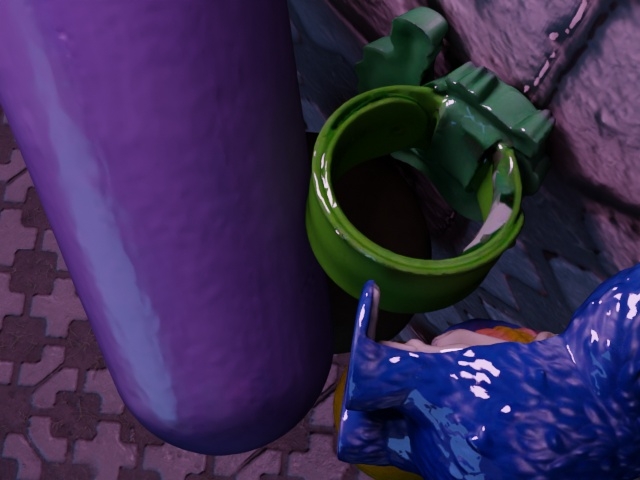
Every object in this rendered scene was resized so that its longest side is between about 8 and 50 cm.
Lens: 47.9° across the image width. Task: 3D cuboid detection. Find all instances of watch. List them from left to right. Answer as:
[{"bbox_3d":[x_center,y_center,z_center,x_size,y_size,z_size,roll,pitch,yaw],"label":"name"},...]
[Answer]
[{"bbox_3d":[0.051,-0.040,0.465,0.165,0.152,0.131,42,159,12],"label":"watch"}]

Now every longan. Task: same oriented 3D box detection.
[{"bbox_3d":[0.000,0.000,0.735,0.248,0.248,0.248,49,171,10],"label":"longan"}]

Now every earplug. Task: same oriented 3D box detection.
[{"bbox_3d":[-0.104,-0.057,0.503,0.215,0.215,0.455,-149,44,-65],"label":"earplug"}]

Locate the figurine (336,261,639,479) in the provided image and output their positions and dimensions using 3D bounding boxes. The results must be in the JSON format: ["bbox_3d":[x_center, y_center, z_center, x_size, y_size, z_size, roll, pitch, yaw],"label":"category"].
[{"bbox_3d":[0.134,0.094,0.392,0.164,0.262,0.120,69,-160,-53],"label":"figurine"}]

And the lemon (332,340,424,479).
[{"bbox_3d":[0.137,0.289,1.191,0.228,0.228,0.253,42,164,43],"label":"lemon"}]
